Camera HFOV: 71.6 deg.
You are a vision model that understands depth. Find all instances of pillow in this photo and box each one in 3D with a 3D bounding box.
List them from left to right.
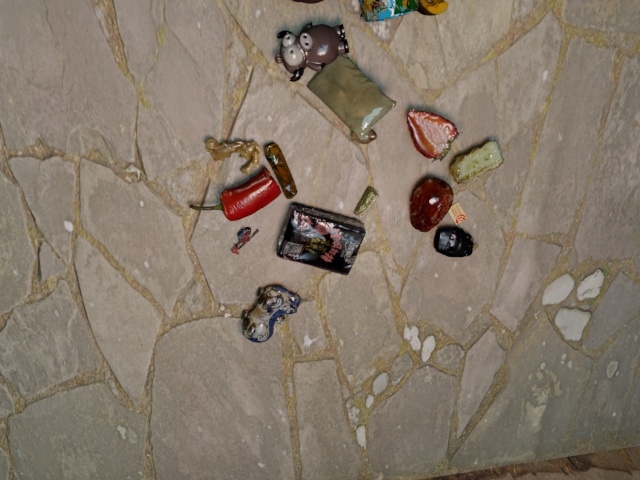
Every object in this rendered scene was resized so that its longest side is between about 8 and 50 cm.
[{"bbox_3d":[0.112,-0.521,1.590,0.185,0.075,0.302,-45,86,13],"label":"pillow"}]

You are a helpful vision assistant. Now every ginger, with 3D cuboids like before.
[{"bbox_3d":[-0.318,-0.333,1.666,0.176,0.052,0.193,-31,123,6],"label":"ginger"},{"bbox_3d":[0.179,-0.465,1.665,0.104,0.080,0.204,16,106,18],"label":"ginger"}]

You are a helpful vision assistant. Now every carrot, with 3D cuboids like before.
[{"bbox_3d":[-0.151,-0.267,1.717,0.069,0.069,0.228,-23,116,2],"label":"carrot"}]

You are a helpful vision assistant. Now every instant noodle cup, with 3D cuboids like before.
[{"bbox_3d":[0.216,-0.822,1.437,0.240,0.240,0.178,-17,119,-1],"label":"instant noodle cup"}]

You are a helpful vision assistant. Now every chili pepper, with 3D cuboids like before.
[{"bbox_3d":[-0.316,-0.142,1.703,0.338,0.134,0.131,-29,138,1],"label":"chili pepper"}]

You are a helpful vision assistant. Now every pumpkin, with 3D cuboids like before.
[{"bbox_3d":[0.365,-0.853,1.508,0.119,0.108,0.183,1,99,-19],"label":"pumpkin"}]

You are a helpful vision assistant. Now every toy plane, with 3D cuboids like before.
[{"bbox_3d":[-0.319,-0.004,1.822,0.060,0.037,0.145,34,101,-32],"label":"toy plane"}]

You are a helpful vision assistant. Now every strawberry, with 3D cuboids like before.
[{"bbox_3d":[0.410,-0.410,1.723,0.228,0.098,0.174,20,108,-14],"label":"strawberry"}]

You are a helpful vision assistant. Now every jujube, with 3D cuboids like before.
[{"bbox_3d":[0.446,-0.143,1.827,0.168,0.168,0.236,8,128,-12],"label":"jujube"}]

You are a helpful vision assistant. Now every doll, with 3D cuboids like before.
[{"bbox_3d":[-0.033,-0.656,1.523,0.257,0.117,0.182,-14,86,-4],"label":"doll"}]

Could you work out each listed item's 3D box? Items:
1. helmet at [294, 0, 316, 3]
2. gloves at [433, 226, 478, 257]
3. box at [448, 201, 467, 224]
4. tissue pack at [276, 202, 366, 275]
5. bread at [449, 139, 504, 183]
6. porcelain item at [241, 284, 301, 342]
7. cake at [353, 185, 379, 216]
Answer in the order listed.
[{"bbox_3d":[-0.073,-0.892,1.370,0.338,0.197,0.271,36,96,-14],"label":"helmet"},{"bbox_3d":[0.601,0.011,1.942,0.203,0.124,0.164,6,132,-3],"label":"gloves"},{"bbox_3d":[0.593,-0.118,1.928,0.058,0.015,0.093,-35,115,9],"label":"box"},{"bbox_3d":[0.000,0.000,1.832,0.332,0.123,0.245,15,116,-12],"label":"tissue pack"},{"bbox_3d":[0.631,-0.322,1.808,0.232,0.088,0.128,-29,125,-3],"label":"bread"},{"bbox_3d":[-0.220,0.324,1.946,0.186,0.138,0.288,23,105,-36],"label":"porcelain item"},{"bbox_3d":[0.188,-0.152,1.829,0.051,0.055,0.140,20,111,-24],"label":"cake"}]
